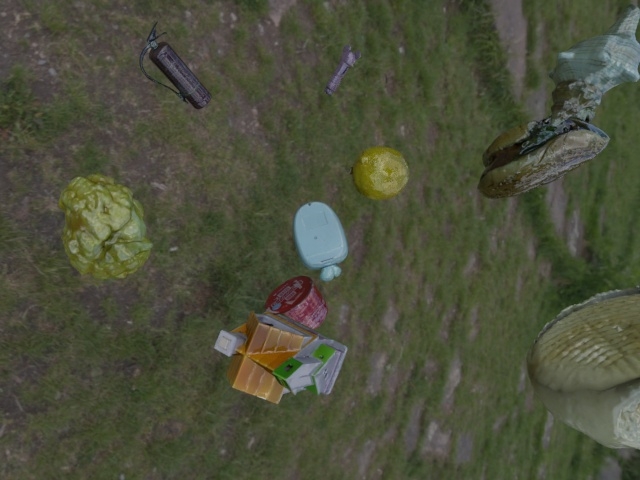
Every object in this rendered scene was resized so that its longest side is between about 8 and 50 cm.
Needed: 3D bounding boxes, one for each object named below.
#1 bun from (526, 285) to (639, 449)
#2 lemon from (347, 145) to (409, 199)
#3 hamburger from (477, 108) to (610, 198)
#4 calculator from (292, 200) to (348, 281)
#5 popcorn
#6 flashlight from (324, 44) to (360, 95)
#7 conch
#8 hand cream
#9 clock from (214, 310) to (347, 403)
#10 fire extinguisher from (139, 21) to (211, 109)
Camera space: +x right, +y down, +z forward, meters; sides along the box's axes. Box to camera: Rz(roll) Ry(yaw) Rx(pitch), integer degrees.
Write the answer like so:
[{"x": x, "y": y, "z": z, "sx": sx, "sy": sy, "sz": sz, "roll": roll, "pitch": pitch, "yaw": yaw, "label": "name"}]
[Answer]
[{"x": 0.584, "y": 0.245, "z": 0.869, "sx": 0.364, "sy": 0.364, "sz": 0.202, "roll": -37, "pitch": 105, "yaw": -47, "label": "bun"}, {"x": 0.194, "y": -0.214, "z": 1.518, "sx": 0.206, "sy": 0.173, "sz": 0.173, "roll": 6, "pitch": 88, "yaw": -26, "label": "lemon"}, {"x": 0.500, "y": -0.190, "z": 1.086, "sx": 0.265, "sy": 0.285, "sz": 0.134, "roll": 73, "pitch": -1, "yaw": -76, "label": "hamburger"}, {"x": 0.000, "y": 0.000, "z": 1.703, "sx": 0.042, "sy": 0.184, "sz": 0.295, "roll": 89, "pitch": -16, "yaw": -80, "label": "calculator"}, {"x": -0.491, "y": -0.026, "z": 1.085, "sx": 0.195, "sy": 0.255, "sz": 0.256, "roll": -26, "pitch": 122, "yaw": -21, "label": "popcorn"}, {"x": 0.045, "y": -0.364, "z": 1.023, "sx": 0.031, "sy": 0.052, "sz": 0.110, "roll": 8, "pitch": 119, "yaw": -55, "label": "flashlight"}, {"x": 0.490, "y": -0.310, "z": 0.846, "sx": 0.114, "sy": 0.137, "sz": 0.234, "roll": 13, "pitch": 125, "yaw": -33, "label": "conch"}, {"x": -0.092, "y": 0.264, "z": 1.880, "sx": 0.149, "sy": 0.230, "sz": 0.230, "roll": 57, "pitch": 48, "yaw": -24, "label": "hand cream"}, {"x": -0.110, "y": 0.276, "z": 1.127, "sx": 0.166, "sy": 0.235, "sz": 0.309, "roll": -68, "pitch": 155, "yaw": -2, "label": "clock"}, {"x": -0.268, "y": -0.304, "z": 0.857, "sx": 0.078, "sy": 0.045, "sz": 0.157, "roll": -44, "pitch": 138, "yaw": -3, "label": "fire extinguisher"}]
